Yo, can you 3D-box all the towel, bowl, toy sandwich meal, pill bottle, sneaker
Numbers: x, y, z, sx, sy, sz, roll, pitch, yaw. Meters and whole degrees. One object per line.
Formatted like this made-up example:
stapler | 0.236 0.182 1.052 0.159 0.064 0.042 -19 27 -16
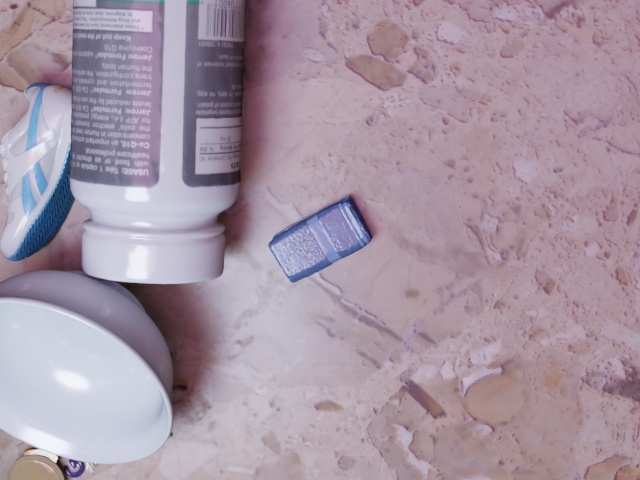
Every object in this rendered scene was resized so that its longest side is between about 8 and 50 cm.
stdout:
towel | 0.000 0.000 1.664 0.119 0.029 0.067 -28 93 9
bowl | -0.300 0.132 1.630 0.298 0.134 0.298 10 136 10
toy sandwich meal | -0.370 0.311 1.746 0.086 0.029 0.085 1 103 6
pill bottle | -0.194 -0.139 1.581 0.204 0.204 0.361 4 98 7
sneaker | -0.358 -0.085 1.676 0.092 0.087 0.228 22 93 11

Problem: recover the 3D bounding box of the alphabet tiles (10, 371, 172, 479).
alphabet tiles | -0.333 0.194 1.743 0.198 0.009 0.237 -27 94 10
